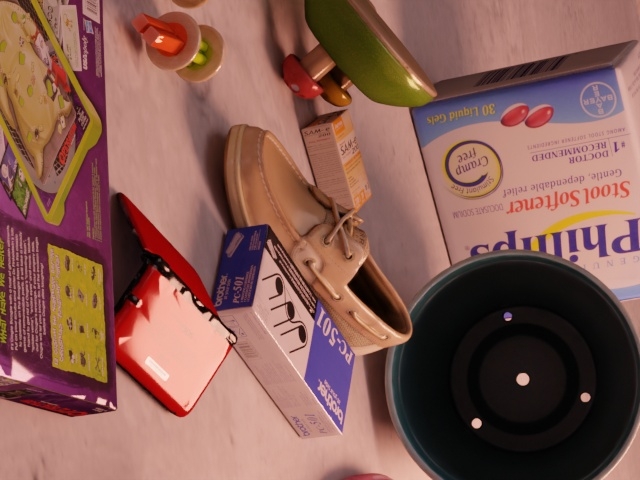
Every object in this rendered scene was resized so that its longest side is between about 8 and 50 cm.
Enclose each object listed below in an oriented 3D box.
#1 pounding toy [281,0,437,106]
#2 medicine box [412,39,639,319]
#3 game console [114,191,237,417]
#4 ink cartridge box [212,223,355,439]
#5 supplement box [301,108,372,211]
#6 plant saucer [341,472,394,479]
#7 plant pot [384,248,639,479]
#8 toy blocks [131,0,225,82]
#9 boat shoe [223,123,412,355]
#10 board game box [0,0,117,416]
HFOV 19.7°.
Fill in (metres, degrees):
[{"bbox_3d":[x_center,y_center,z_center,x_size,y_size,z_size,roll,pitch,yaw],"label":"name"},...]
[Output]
[{"bbox_3d":[0.012,-0.200,1.901,0.183,0.110,0.237,43,11,-40],"label":"pounding toy"},{"bbox_3d":[0.284,-0.071,2.252,0.149,0.263,0.289,-44,120,-63],"label":"medicine box"},{"bbox_3d":[-0.138,0.054,1.502,0.124,0.085,0.144,-57,142,-15],"label":"game console"},{"bbox_3d":[-0.032,0.087,1.702,0.207,0.046,0.097,58,32,-43],"label":"ink cartridge box"},{"bbox_3d":[0.018,-0.080,1.909,0.062,0.036,0.098,-47,123,-64],"label":"supplement box"},{"bbox_3d":[0.086,0.392,1.808,0.332,0.084,0.332,-11,90,-67],"label":"plant saucer"},{"bbox_3d":[0.217,0.154,2.033,0.255,0.271,0.272,32,50,-81],"label":"plant pot"},{"bbox_3d":[-0.138,-0.208,1.562,0.148,0.054,0.123,22,60,-65],"label":"toy blocks"},{"bbox_3d":[0.000,0.000,1.747,0.109,0.098,0.302,-78,149,-43],"label":"boat shoe"},{"bbox_3d":[-0.219,-0.059,1.314,0.208,0.056,0.347,36,48,-65],"label":"board game box"}]
